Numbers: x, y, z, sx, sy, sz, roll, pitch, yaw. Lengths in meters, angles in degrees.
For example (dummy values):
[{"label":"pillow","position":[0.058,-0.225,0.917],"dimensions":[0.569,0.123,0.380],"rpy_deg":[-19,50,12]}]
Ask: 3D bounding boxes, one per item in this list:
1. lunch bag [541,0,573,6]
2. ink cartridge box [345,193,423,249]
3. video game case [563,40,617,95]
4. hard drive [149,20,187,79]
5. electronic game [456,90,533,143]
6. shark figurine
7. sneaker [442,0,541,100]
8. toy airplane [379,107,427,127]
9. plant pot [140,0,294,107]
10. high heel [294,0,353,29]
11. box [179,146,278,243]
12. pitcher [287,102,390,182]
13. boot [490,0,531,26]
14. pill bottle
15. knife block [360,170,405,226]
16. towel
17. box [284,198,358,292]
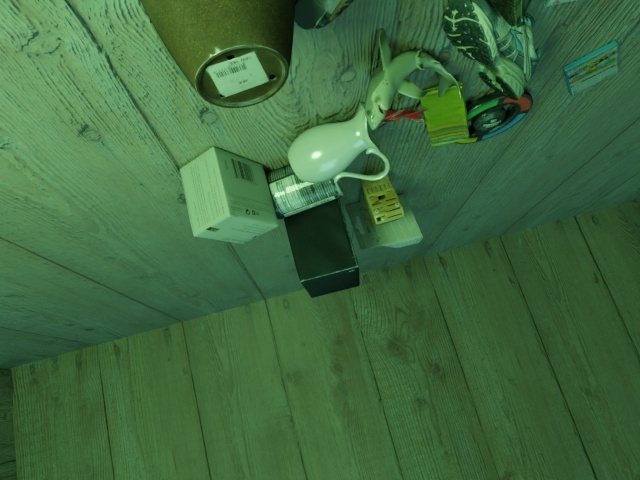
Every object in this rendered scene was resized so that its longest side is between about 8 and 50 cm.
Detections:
[{"label":"lunch bag","position":[0.427,-0.456,0.817],"dimensions":[0.070,0.053,0.083],"rpy_deg":[-14,154,-10]},{"label":"ink cartridge box","position":[0.220,-0.059,1.666],"dimensions":[0.232,0.189,0.066],"rpy_deg":[-14,154,-9]},{"label":"video game case","position":[0.687,-0.432,1.198],"dimensions":[0.119,0.015,0.166],"rpy_deg":[-24,162,28]},{"label":"hard drive","position":[-0.195,-0.302,0.743],"dimensions":[0.094,0.022,0.135],"rpy_deg":[3,164,5]},{"label":"electronic game","position":[0.450,-0.326,1.264],"dimensions":[0.229,0.048,0.229],"rpy_deg":[-14,163,-4]},{"label":"shark figurine","position":[0.162,-0.333,0.949],"dimensions":[0.278,0.167,0.116],"rpy_deg":[-26,-163,-32]},{"label":"sneaker","position":[0.334,-0.393,0.896],"dimensions":[0.282,0.110,0.122],"rpy_deg":[25,103,-47]},{"label":"toy airplane","position":[0.190,-0.298,1.129],"dimensions":[0.151,0.028,0.151],"rpy_deg":[-4,177,0]},{"label":"plant pot","position":[-0.117,-0.284,0.556],"dimensions":[0.215,0.231,0.215],"rpy_deg":[-14,163,-4]},{"label":"high heel","position":[0.063,-0.391,0.634],"dimensions":[0.261,0.093,0.186],"rpy_deg":[-36,-158,19]},{"label":"box","position":[-0.217,-0.102,1.134],"dimensions":[0.118,0.182,0.180],"rpy_deg":[-26,161,28]},{"label":"pitcher","position":[0.044,-0.195,1.100],"dimensions":[0.207,0.178,0.125],"rpy_deg":[-24,-167,17]},{"label":"boot","position":[0.355,-0.426,0.688],"dimensions":[0.208,0.076,0.189],"rpy_deg":[-41,177,15]},{"label":"pill bottle","position":[-0.072,-0.137,1.249],"dimensions":[0.245,0.131,0.130],"rpy_deg":[-19,163,12]},{"label":"knife block","position":[0.201,-0.084,1.498],"dimensions":[0.088,0.276,0.242],"rpy_deg":[-17,134,4]},{"label":"towel","position":[0.311,-0.305,1.172],"dimensions":[0.102,0.021,0.237],"rpy_deg":[-10,158,17]},{"label":"box","position":[0.000,0.000,1.469],"dimensions":[0.182,0.294,0.296],"rpy_deg":[-16,163,1]}]
